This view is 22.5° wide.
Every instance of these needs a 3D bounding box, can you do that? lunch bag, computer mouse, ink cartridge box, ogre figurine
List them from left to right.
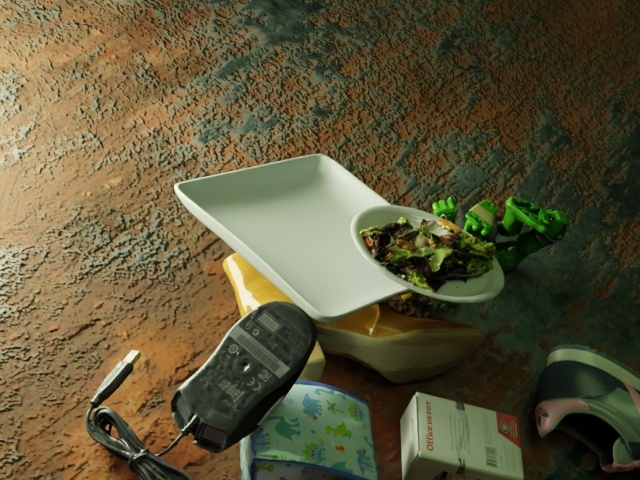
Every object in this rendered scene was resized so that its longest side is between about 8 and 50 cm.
[{"bbox_3d":[-0.131,0.160,1.773,0.184,0.060,0.262,32,74,27],"label":"computer mouse"},{"bbox_3d":[-0.013,0.229,1.808,0.151,0.096,0.129,4,45,-10],"label":"lunch bag"},{"bbox_3d":[0.166,0.246,1.909,0.135,0.056,0.099,15,42,-13],"label":"ink cartridge box"},{"bbox_3d":[0.224,-0.003,2.145,0.197,0.118,0.097,-15,60,-35],"label":"ogre figurine"}]

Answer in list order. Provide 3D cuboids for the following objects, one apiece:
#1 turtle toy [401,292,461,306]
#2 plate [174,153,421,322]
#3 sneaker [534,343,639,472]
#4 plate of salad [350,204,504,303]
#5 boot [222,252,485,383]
[{"bbox_3d":[0.145,0.037,2.081,0.130,0.095,0.066,56,36,-22],"label":"turtle toy"},{"bbox_3d":[0.000,0.000,1.960,0.277,0.045,0.278,39,34,29],"label":"plate"},{"bbox_3d":[0.412,0.253,2.010,0.319,0.112,0.131,24,58,1],"label":"sneaker"},{"bbox_3d":[0.133,0.007,1.941,0.200,0.048,0.200,17,30,-10],"label":"plate of salad"},{"bbox_3d":[0.041,0.072,1.988,0.295,0.104,0.211,-5,50,-25],"label":"boot"}]
